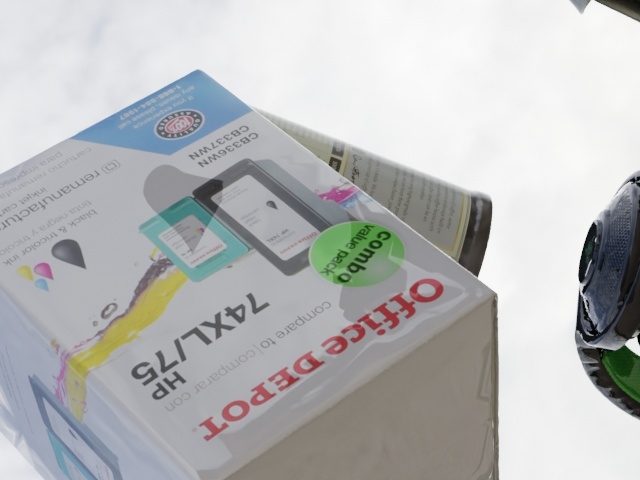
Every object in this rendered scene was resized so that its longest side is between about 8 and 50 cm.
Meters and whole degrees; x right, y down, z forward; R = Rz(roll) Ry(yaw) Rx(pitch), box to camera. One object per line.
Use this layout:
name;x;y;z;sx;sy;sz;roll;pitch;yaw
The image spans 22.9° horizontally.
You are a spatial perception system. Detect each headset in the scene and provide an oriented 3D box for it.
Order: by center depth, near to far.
headset;0.299;-0.004;1.107;0.394;0.243;0.185;73;-158;-50

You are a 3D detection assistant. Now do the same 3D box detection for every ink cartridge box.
ink cartridge box;-0.056;0.074;0.915;0.198;0.270;0.197;-32;-40;-25

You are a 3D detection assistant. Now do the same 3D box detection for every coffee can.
coffee can;0.000;0.000;1.515;0.275;0.201;0.201;21;-95;-6

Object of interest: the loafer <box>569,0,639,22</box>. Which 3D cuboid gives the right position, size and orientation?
loafer;0.302;-0.312;1.773;0.112;0.319;0.111;98;-168;-73
